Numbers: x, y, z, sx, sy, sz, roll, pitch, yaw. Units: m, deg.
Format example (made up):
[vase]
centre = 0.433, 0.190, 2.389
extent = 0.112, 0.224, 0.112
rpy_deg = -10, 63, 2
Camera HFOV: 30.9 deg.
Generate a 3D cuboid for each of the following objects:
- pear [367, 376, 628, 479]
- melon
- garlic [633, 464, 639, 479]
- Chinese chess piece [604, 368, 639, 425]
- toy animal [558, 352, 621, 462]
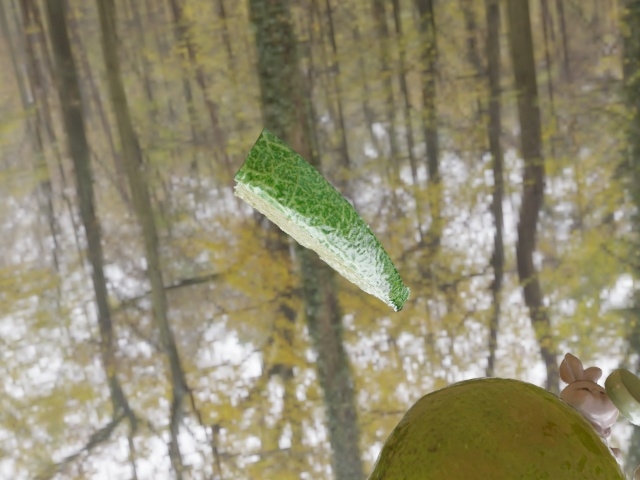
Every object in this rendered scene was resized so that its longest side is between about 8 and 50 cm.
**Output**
[pear]
centre = 0.262, 0.390, 1.661
extent = 0.391, 0.391, 0.391
rpy_deg = -8, -164, 2
[melon]
centre = 0.001, 0.000, 1.119
extent = 0.114, 0.262, 0.053
rpy_deg = -8, -133, 49
[garlic]
centre = 0.661, 0.493, 1.991
extent = 0.241, 0.321, 0.322
rpy_deg = -16, -163, -16
[Chinese chess piece]
centre = 0.435, 0.219, 1.625
extent = 0.034, 0.084, 0.084
rpy_deg = -45, -177, 23
[toy animal]
centre = 0.439, 0.273, 1.925
extent = 0.124, 0.124, 0.212
rpy_deg = -3, -121, 19
